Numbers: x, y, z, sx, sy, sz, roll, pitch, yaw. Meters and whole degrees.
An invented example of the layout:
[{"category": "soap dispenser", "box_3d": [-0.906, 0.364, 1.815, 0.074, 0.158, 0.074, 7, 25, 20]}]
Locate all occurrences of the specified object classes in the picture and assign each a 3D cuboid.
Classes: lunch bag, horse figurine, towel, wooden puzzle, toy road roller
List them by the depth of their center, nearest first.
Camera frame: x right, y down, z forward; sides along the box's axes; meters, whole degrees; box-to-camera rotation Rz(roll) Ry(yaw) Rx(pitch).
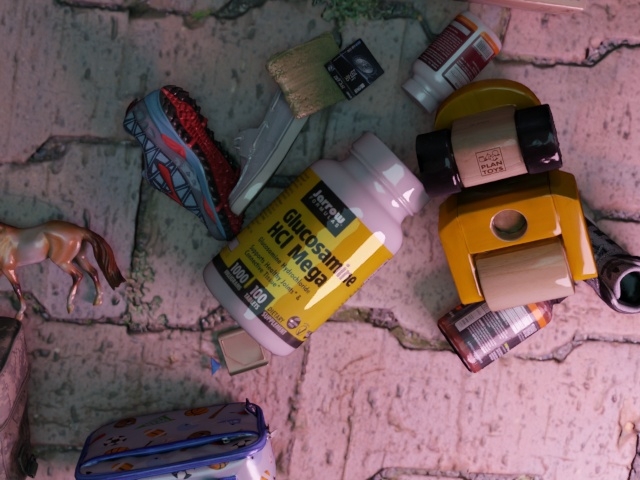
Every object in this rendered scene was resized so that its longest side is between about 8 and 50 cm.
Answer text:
[{"category": "lunch bag", "box_3d": [-0.587, 0.260, 1.653, 0.305, 0.212, 0.256, 0, 115, -1]}, {"category": "toy road roller", "box_3d": [0.278, -0.084, 1.661, 0.203, 0.240, 0.329, -13, 116, 16]}, {"category": "lunch bag", "box_3d": [-0.209, 0.334, 1.672, 0.303, 0.243, 0.115, -11, 99, -2]}, {"category": "towel", "box_3d": [-0.010, -0.248, 1.678, 0.148, 0.027, 0.110, -32, 94, -39]}, {"category": "horse figurine", "box_3d": [-0.431, 0.031, 1.705, 0.263, 0.066, 0.174, -6, 104, -1]}, {"category": "wooden puzzle", "box_3d": [-0.122, 0.174, 1.773, 0.116, 0.014, 0.078, -10, 94, -3]}]

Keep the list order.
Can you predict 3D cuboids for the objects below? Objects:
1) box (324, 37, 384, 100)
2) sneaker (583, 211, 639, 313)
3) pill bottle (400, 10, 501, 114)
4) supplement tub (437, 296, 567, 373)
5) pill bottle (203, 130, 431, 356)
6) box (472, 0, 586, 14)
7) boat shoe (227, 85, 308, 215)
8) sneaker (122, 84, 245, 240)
[{"category": "box", "box_3d": [0.052, -0.262, 1.698, 0.083, 0.018, 0.067, -42, 101, -38]}, {"category": "sneaker", "box_3d": [0.424, 0.024, 1.720, 0.269, 0.153, 0.101, 36, 94, -8]}, {"category": "pill bottle", "box_3d": [0.197, -0.269, 1.697, 0.086, 0.086, 0.152, 43, 93, -8]}, {"category": "supplement tub", "box_3d": [0.290, 0.115, 1.749, 0.198, 0.106, 0.106, -34, 99, 0]}, {"category": "pill bottle", "box_3d": [0.000, 0.000, 1.669, 0.334, 0.188, 0.188, -44, 99, 2]}, {"category": "box", "box_3d": [0.240, -0.429, 1.660, 0.311, 0.121, 0.148, 5, 98, -5]}, {"category": "boat shoe", "box_3d": [-0.090, -0.145, 1.687, 0.081, 0.079, 0.227, 31, 76, -2]}, {"category": "sneaker", "box_3d": [-0.208, -0.111, 1.700, 0.125, 0.104, 0.262, -15, 113, 31]}]
